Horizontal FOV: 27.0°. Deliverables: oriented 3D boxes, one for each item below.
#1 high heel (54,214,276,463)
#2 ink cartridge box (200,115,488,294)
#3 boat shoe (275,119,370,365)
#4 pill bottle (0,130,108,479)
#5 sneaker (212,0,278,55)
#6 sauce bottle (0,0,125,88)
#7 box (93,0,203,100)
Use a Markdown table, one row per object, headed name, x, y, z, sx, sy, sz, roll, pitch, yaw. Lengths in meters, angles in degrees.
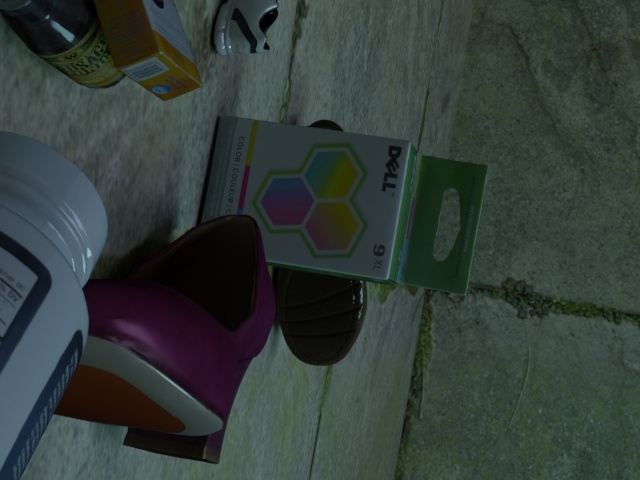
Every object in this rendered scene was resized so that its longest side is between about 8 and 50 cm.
| name | x | y | z | sx | sy | sz | roll | pitch | yaw |
| --- | --- | --- | --- | --- | --- | --- | --- | --- | --- |
| high heel | -0.094 | 0.024 | 0.783 | 0.377 | 0.127 | 0.181 | 94 | 6 | -76 |
| ink cartridge box | 0.018 | -0.027 | 1.040 | 0.062 | 0.209 | 0.109 | 32 | 68 | -79 |
| boat shoe | 0.008 | 0.001 | 1.333 | 0.095 | 0.095 | 0.257 | -74 | 168 | -59 |
| pill bottle | -0.151 | 0.043 | 0.513 | 0.180 | 0.108 | 0.108 | -69 | 164 | -46 |
| sneaker | -0.048 | -0.186 | 1.009 | 0.040 | 0.044 | 0.109 | 62 | 37 | -69 |
| sauce bottle | -0.130 | -0.108 | 0.667 | 0.128 | 0.042 | 0.042 | 28 | 72 | -77 |
| box | -0.103 | -0.145 | 0.690 | 0.081 | 0.028 | 0.136 | 30 | 39 | -78 |
